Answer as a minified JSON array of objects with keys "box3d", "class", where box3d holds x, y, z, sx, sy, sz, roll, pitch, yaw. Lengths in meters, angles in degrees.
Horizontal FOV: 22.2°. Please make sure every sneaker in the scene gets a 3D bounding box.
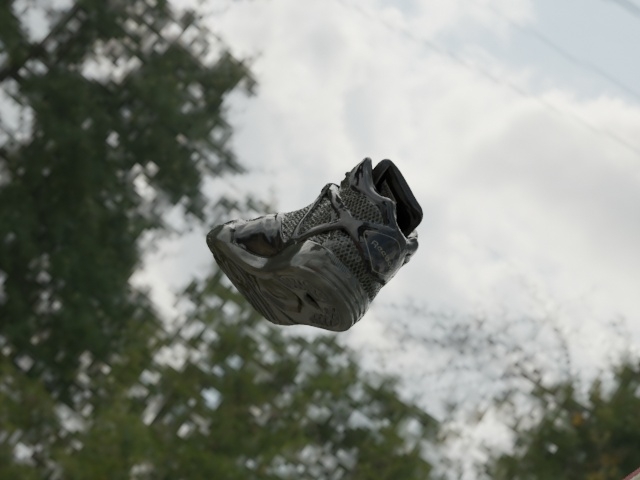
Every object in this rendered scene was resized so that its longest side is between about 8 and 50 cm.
[{"box3d":[0.000,0.000,1.269,0.087,0.130,0.227,56,-22,-18],"class":"sneaker"}]

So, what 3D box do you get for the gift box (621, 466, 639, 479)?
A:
[{"box3d":[0.223,0.129,0.324,0.255,0.276,0.258,36,22,-31],"class":"gift box"}]
